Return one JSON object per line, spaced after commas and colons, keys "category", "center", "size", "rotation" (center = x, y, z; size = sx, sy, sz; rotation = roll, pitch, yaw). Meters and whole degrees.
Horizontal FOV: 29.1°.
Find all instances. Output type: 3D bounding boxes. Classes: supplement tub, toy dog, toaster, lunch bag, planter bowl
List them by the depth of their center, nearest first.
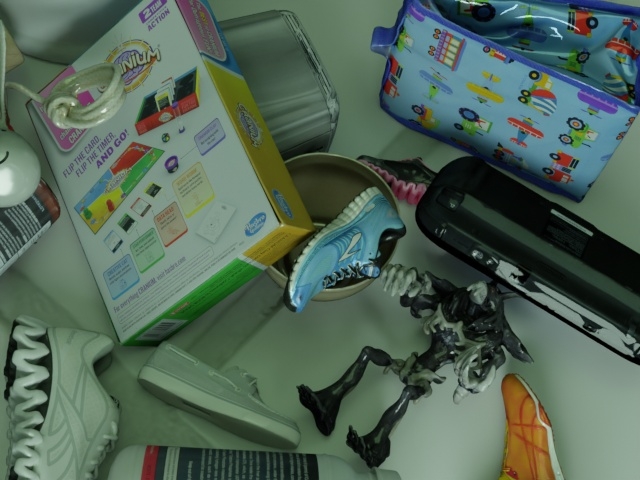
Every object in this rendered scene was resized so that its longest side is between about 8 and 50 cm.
{"category": "supplement tub", "center": [-0.066, 0.294, 1.159], "size": [0.272, 0.191, 0.191], "rotation": [4, 65, -4]}
{"category": "toy dog", "center": [-0.383, -0.174, 1.286], "size": [0.333, 0.161, 0.220], "rotation": [21, 63, 43]}
{"category": "supplement tub", "center": [-0.379, 0.002, 1.309], "size": [0.106, 0.106, 0.198], "rotation": [38, 67, 11]}
{"category": "planter bowl", "center": [0.000, 0.000, 1.347], "size": [0.162, 0.109, 0.162], "rotation": [3, 65, -6]}
{"category": "lunch bag", "center": [0.196, -0.182, 1.389], "size": [0.293, 0.221, 0.138], "rotation": [15, 64, 1]}
{"category": "toaster", "center": [-0.076, -0.169, 1.409], "size": [0.146, 0.129, 0.227], "rotation": [-19, 67, -18]}

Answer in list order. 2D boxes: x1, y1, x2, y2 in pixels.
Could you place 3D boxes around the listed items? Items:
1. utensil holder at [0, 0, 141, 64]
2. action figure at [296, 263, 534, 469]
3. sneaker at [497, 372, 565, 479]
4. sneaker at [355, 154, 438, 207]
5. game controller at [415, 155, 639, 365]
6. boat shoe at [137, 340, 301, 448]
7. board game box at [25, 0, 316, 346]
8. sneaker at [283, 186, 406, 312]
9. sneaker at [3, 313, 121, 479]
{"category": "utensil holder", "center": [-0.277, -0.432, 1.366], "size": [0.327, 0.385, 0.327], "rotation": [2, 66, -5]}
{"category": "action figure", "center": [0.117, 0.112, 1.293], "size": [0.275, 0.141, 0.164], "rotation": [-41, 68, -18]}
{"category": "sneaker", "center": [0.214, 0.222, 1.294], "size": [0.067, 0.064, 0.175], "rotation": [-12, 64, 0]}
{"category": "sneaker", "center": [0.097, -0.076, 1.431], "size": [0.119, 0.047, 0.057], "rotation": [22, 59, -4]}
{"category": "game controller", "center": [0.259, 0.018, 1.366], "size": [0.319, 0.067, 0.166], "rotation": [32, 30, 4]}
{"category": "boat shoe", "center": [-0.099, 0.160, 1.293], "size": [0.184, 0.066, 0.063], "rotation": [20, 66, 14]}
{"category": "board game box", "center": [-0.169, -0.082, 1.314], "size": [0.242, 0.064, 0.316], "rotation": [-35, 67, 25]}
{"category": "sneaker", "center": [0.027, 0.017, 1.247], "size": [0.073, 0.063, 0.162], "rotation": [42, 68, 9]}
{"category": "sneaker", "center": [-0.254, 0.206, 1.223], "size": [0.118, 0.110, 0.292], "rotation": [6, 55, -19]}
